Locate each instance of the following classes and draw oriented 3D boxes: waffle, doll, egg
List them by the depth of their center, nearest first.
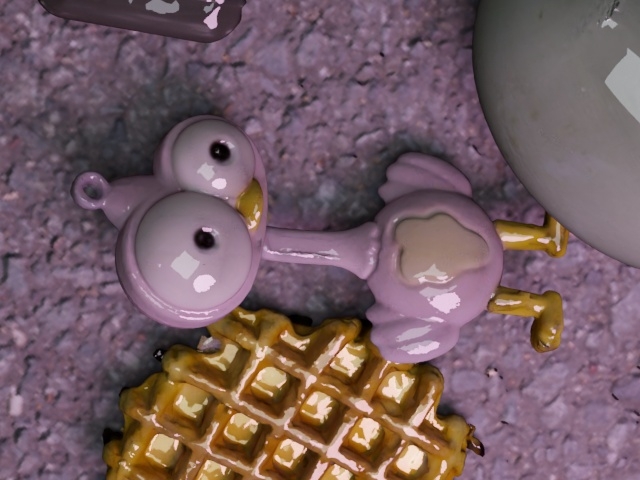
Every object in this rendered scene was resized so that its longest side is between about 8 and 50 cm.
[{"bbox_3d":[0.224,-0.097,1.301,0.203,0.203,0.283,-38,107,5],"label":"egg"},{"bbox_3d":[0.000,0.000,1.356,0.365,0.094,0.160,11,76,-13],"label":"doll"},{"bbox_3d":[-0.021,0.201,1.431,0.329,0.062,0.329,-1,104,-5],"label":"waffle"}]

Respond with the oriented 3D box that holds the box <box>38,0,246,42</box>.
[{"bbox_3d":[-0.113,-0.203,1.245,0.148,0.210,0.129,9,96,-7],"label":"box"}]
